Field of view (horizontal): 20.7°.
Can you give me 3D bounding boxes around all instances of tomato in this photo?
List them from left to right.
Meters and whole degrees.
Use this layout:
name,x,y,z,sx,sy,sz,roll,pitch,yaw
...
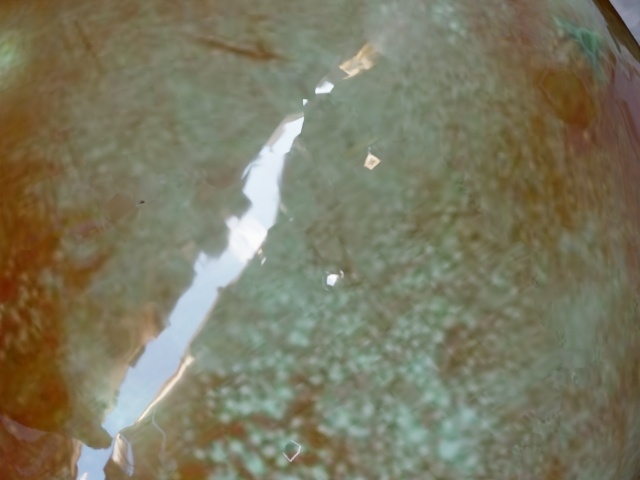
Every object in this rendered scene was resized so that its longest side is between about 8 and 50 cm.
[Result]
name,x,y,z,sx,sy,sz,roll,pitch,yaw
tomato,0.000,0.000,0.535,0.223,0.270,0.270,-38,91,31
